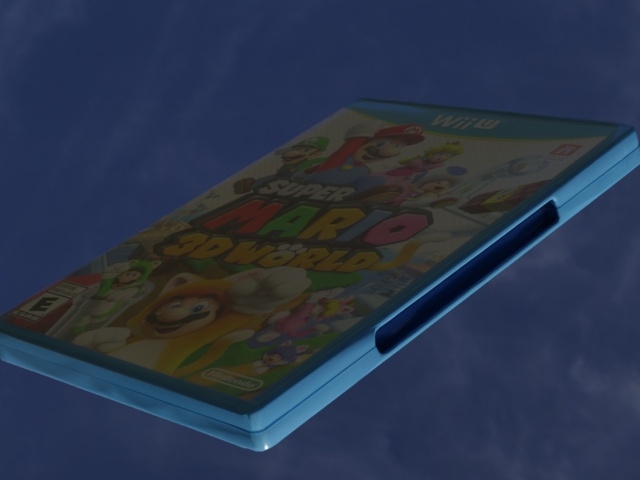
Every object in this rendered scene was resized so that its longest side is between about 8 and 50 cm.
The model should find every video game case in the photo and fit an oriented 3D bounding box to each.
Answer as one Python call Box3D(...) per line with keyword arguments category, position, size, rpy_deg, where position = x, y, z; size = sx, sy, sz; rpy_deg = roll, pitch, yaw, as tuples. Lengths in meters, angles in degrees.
Box3D(category="video game case", position=(0.000, 0.000, 0.443), size=(0.119, 0.015, 0.166), rpy_deg=(11, -145, 45))
